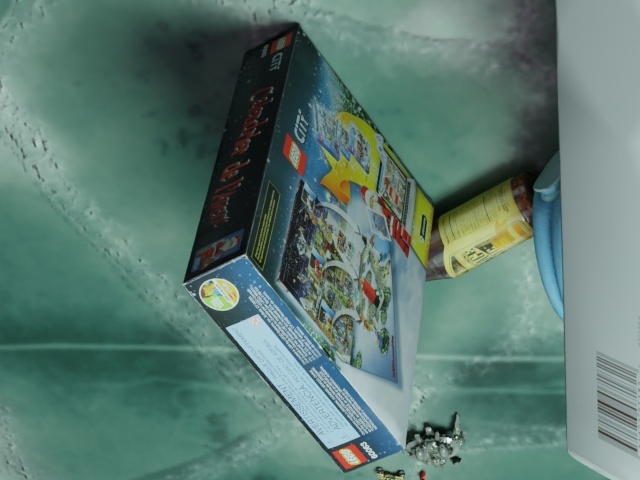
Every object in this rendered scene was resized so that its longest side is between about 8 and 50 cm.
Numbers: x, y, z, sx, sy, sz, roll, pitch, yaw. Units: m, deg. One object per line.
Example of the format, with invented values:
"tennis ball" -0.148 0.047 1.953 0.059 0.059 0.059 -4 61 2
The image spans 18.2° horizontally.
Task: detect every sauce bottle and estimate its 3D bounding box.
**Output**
"sauce bottle" 0.090 0.000 1.289 0.128 0.042 0.042 -30 118 27

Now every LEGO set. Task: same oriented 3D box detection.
"LEGO set" 0.074 0.156 1.417 0.054 0.023 0.083 16 127 -6

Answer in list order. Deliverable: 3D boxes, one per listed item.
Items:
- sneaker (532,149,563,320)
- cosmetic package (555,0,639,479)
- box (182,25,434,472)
"sneaker" 0.227 -0.069 1.179 0.127 0.208 0.319 26 90 -30
"cosmetic package" 0.260 -0.082 1.016 0.284 0.097 0.377 -10 107 -25
"box" 0.000 0.000 1.177 0.044 0.233 0.159 -25 120 25
